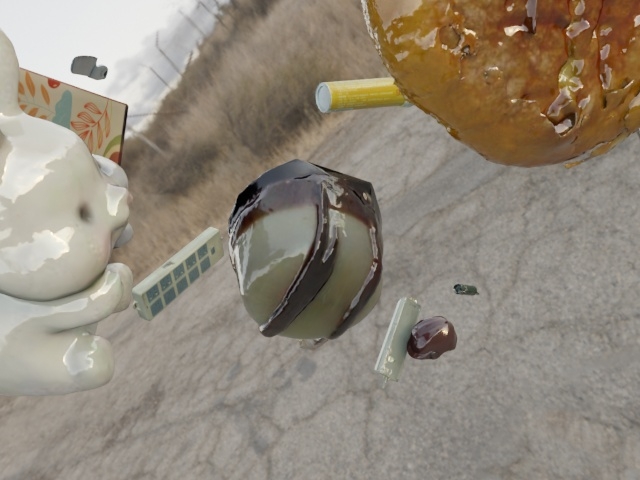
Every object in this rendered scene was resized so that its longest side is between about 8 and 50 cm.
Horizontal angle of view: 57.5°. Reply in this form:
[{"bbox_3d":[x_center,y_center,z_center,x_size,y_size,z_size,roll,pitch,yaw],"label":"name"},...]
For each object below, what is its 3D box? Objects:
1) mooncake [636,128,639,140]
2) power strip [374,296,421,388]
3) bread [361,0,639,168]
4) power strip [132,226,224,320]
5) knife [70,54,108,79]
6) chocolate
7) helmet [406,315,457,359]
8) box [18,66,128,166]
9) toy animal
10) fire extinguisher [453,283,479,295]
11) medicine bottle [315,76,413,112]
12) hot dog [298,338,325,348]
[{"bbox_3d":[0.787,-0.174,1.218,0.161,0.290,0.290,-27,24,34],"label":"mooncake"},{"bbox_3d":[0.188,0.250,1.423,0.252,0.060,0.027,-65,9,-32],"label":"power strip"},{"bbox_3d":[0.213,-0.262,0.593,0.337,0.358,0.204,-51,21,12],"label":"bread"},{"bbox_3d":[-0.397,0.085,1.687,0.043,0.106,0.367,17,41,26],"label":"power strip"},{"bbox_3d":[-0.425,-0.321,1.086,0.044,0.019,0.313,-58,16,6],"label":"knife"},{"bbox_3d":[-0.010,0.038,0.935,0.283,0.283,0.186,-40,32,14],"label":"chocolate"},{"bbox_3d":[0.259,0.222,1.375,0.123,0.070,0.098,-19,34,-6],"label":"helmet"},{"bbox_3d":[-0.451,-0.066,0.834,0.385,0.122,0.344,-7,-74,-76],"label":"box"},{"bbox_3d":[-0.313,-0.015,0.579,0.196,0.241,0.367,-105,24,-49],"label":"toy animal"},{"bbox_3d":[0.351,0.119,1.384,0.038,0.083,0.025,38,111,43],"label":"fire extinguisher"},{"bbox_3d":[0.100,-0.311,1.240,0.218,0.074,0.074,-12,2,-27],"label":"medicine bottle"},{"bbox_3d":[0.001,0.210,1.407,0.131,0.069,0.252,-41,-9,-11],"label":"hot dog"}]
